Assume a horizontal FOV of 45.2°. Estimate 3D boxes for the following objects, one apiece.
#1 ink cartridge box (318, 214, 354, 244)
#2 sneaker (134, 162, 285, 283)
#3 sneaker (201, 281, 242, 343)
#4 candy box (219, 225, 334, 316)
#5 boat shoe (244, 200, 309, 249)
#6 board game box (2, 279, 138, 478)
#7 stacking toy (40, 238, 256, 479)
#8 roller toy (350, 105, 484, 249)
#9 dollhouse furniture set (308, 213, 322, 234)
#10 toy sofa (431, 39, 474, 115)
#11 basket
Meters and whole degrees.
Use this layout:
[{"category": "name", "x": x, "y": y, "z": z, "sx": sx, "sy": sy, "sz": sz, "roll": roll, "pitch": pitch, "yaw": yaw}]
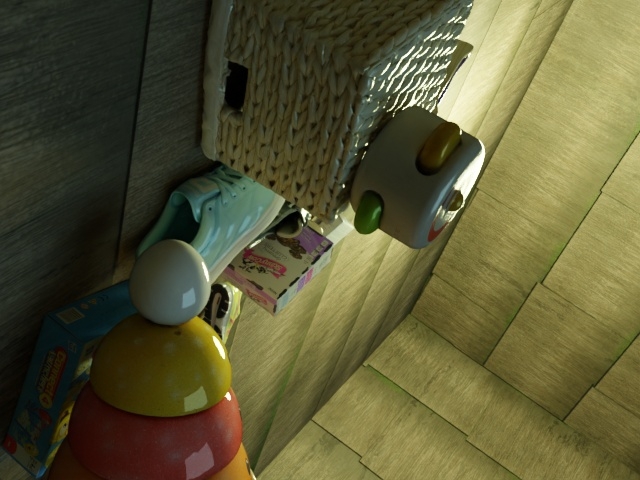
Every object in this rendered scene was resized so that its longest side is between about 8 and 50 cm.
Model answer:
[{"category": "ink cartridge box", "x": 0.000, "y": 0.000, "z": 2.089, "sx": 0.179, "sy": 0.045, "sz": 0.145, "roll": -38, "pitch": 166, "yaw": 7}, {"category": "sneaker", "x": -0.170, "y": -0.063, "z": 1.287, "sx": 0.366, "sy": 0.135, "sz": 0.150, "roll": -57, "pitch": 155, "yaw": -18}, {"category": "sneaker", "x": -0.219, "y": 0.173, "z": 1.707, "sx": 0.094, "sy": 0.081, "sz": 0.208, "roll": -33, "pitch": 153, "yaw": -57}, {"category": "candy box", "x": -0.096, "y": 0.039, "z": 1.632, "sx": 0.196, "sy": 0.165, "sz": 0.070, "roll": -45, "pitch": 161, "yaw": -32}, {"category": "boat shoe", "x": -0.082, "y": -0.053, "z": 1.538, "sx": 0.335, "sy": 0.119, "sz": 0.121, "roll": -26, "pitch": 165, "yaw": -50}, {"category": "board game box", "x": -0.372, "y": 0.216, "z": 1.342, "sx": 0.308, "sy": 0.086, "sz": 0.302, "roll": -27, "pitch": 148, "yaw": -58}, {"category": "stacking toy", "x": -0.238, "y": 0.228, "z": 1.162, "sx": 0.351, "sy": 0.351, "sz": 0.479, "roll": -28, "pitch": 134, "yaw": -57}, {"category": "roller toy", "x": 0.152, "y": -0.092, "z": 1.155, "sx": 0.209, "sy": 0.146, "sz": 0.191, "roll": -63, "pitch": 163, "yaw": 20}, {"category": "dollhouse furniture set", "x": -0.005, "y": -0.042, "z": 1.802, "sx": 0.151, "sy": 0.123, "sz": 0.144, "roll": -30, "pitch": 151, "yaw": -56}, {"category": "toy sofa", "x": 0.171, "y": -0.301, "z": 1.566, "sx": 0.362, "sy": 0.177, "sz": 0.150, "roll": -59, "pitch": 171, "yaw": -45}, {"category": "basket", "x": 0.021, "y": -0.264, "z": 1.194, "sx": 0.331, "sy": 0.266, "sz": 0.328, "roll": -44, "pitch": 160, "yaw": -38}]
